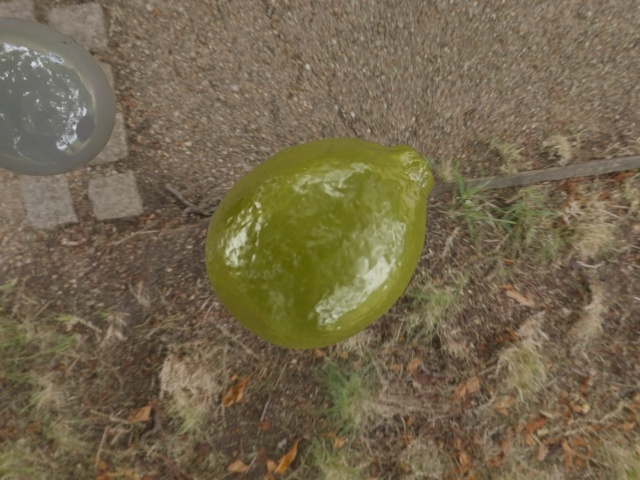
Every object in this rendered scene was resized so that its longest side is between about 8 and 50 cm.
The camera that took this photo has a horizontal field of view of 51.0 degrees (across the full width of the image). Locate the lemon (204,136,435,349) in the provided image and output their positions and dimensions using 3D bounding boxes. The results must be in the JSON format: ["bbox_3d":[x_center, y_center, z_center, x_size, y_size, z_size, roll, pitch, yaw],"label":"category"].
[{"bbox_3d":[0.000,0.000,0.623,0.248,0.184,0.184,-38,88,18],"label":"lemon"}]

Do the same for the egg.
[{"bbox_3d":[-0.295,-0.144,0.664,0.198,0.146,0.147,31,96,16],"label":"egg"}]
